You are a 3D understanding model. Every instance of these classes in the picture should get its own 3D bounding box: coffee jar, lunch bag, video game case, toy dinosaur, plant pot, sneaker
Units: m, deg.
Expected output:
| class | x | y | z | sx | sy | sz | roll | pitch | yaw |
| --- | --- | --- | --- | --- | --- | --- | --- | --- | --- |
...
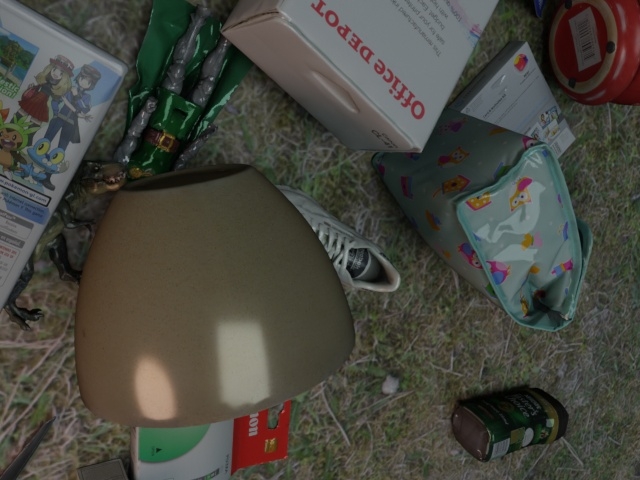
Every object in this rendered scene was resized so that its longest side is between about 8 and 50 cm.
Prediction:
| class | x | y | z | sx | sy | sz | roll | pitch | yaw |
| --- | --- | --- | --- | --- | --- | --- | --- | --- | --- |
| coffee jar | 0.321 | 0.304 | 1.054 | 0.184 | 0.096 | 0.079 | -4 | 110 | -28 |
| lunch bag | 0.219 | -0.021 | 0.822 | 0.160 | 0.223 | 0.262 | -38 | 120 | -4 |
| video game case | -0.384 | -0.104 | 0.536 | 0.329 | 0.036 | 0.300 | 28 | 99 | -22 |
| toy dinosaur | -0.304 | 0.018 | 0.657 | 0.268 | 0.064 | 0.118 | -33 | 113 | -11 |
| plant pot | -0.117 | 0.028 | 0.635 | 0.284 | 0.284 | 0.191 | -15 | 105 | -23 |
| plant pot | 0.428 | -0.280 | 0.878 | 0.174 | 0.191 | 0.191 | -10 | 110 | -15 |
| sneaker | 0.000 | 0.000 | 0.789 | 0.235 | 0.095 | 0.090 | 24 | 96 | -29 |

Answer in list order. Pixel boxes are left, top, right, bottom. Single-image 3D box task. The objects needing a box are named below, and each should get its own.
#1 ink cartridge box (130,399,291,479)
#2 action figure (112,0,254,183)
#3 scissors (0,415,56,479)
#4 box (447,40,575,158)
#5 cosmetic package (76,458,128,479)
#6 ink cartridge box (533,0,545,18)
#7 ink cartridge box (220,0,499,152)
| class | x | y | z | sx | sy | sz | roll | pitch | yaw |
| --- | --- | --- | --- | --- | --- | --- | --- | --- | --- |
| ink cartridge box | -0.131 | 0.244 | 0.822 | 0.224 | 0.056 | 0.181 | -2 | 107 | -26 |
| action figure | -0.160 | -0.135 | 0.684 | 0.137 | 0.063 | 0.232 | 22 | 98 | -35 |
| scissors | -0.397 | 0.333 | 0.730 | 0.297 | 0.021 | 0.109 | -41 | 118 | -12 |
| box | 0.281 | -0.168 | 0.917 | 0.145 | 0.038 | 0.186 | -47 | 122 | -8 |
| cosmetic package | -0.257 | 0.404 | 0.778 | 0.060 | 0.099 | 0.239 | -6 | 109 | -26 |
| ink cartridge box | 0.327 | -0.419 | 0.786 | 0.223 | 0.045 | 0.224 | 4 | 108 | -68 |
| ink cartridge box | 0.070 | -0.283 | 0.686 | 0.226 | 0.131 | 0.306 | 37 | 77 | -32 |
